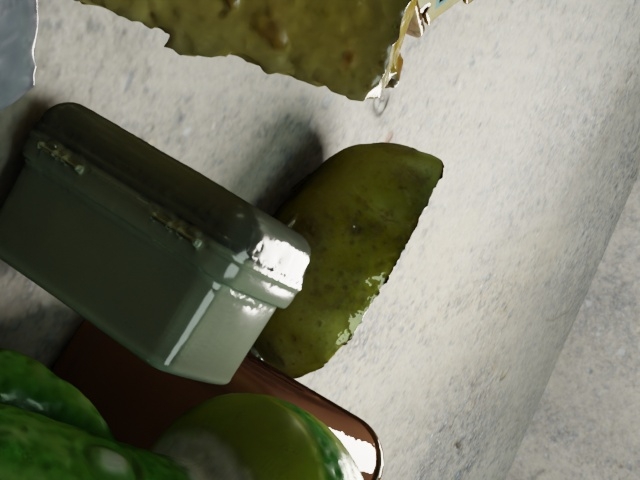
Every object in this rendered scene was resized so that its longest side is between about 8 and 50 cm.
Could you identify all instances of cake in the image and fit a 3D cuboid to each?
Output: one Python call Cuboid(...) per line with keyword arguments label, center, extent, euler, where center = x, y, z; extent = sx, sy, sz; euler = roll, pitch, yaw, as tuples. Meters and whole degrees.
Cuboid(label="cake", center=(-0.016, -0.241, 0.814), extent=(0.286, 0.222, 0.227), euler=(-59, 169, -72))

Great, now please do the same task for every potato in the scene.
Cuboid(label="potato", center=(0.000, 0.000, 1.246), extent=(0.111, 0.160, 0.272), euler=(35, 77, -22))

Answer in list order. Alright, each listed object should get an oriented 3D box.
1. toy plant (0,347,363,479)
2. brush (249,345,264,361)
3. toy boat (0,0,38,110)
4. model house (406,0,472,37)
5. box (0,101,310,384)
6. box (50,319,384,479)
Cuboid(label="toy plant", center=(-0.129, 0.167, 0.783), extent=(0.316, 0.224, 0.184), euler=(21, 119, -43))
Cuboid(label="brush", center=(-0.100, 0.167, 1.328), extent=(0.190, 0.027, 0.034), euler=(-56, 153, -12))
Cuboid(label="toy boat", center=(-0.231, -0.175, 0.668), extent=(0.127, 0.078, 0.283), euler=(-40, 149, -33))
Cuboid(label="model house", center=(0.084, -0.327, 1.018), extent=(0.244, 0.169, 0.326), euler=(-34, 144, -43))
Cuboid(label="box", center=(-0.126, 0.003, 0.893), extent=(0.129, 0.210, 0.148), euler=(-59, 156, 0))
Cuboid(label="box", center=(-0.144, 0.249, 1.081), extent=(0.339, 0.239, 0.229), euler=(-59, 153, -6))
